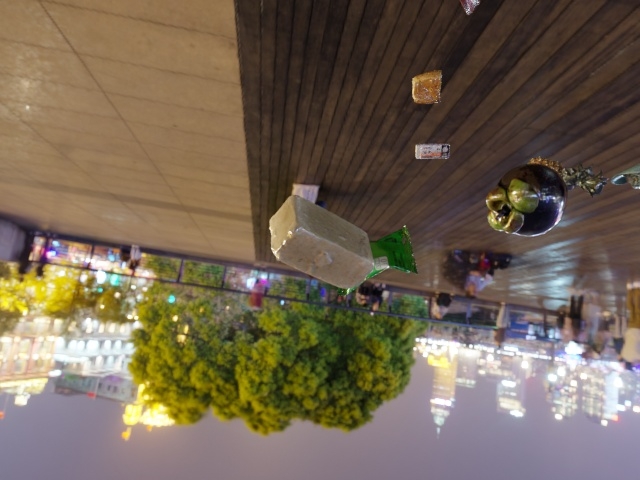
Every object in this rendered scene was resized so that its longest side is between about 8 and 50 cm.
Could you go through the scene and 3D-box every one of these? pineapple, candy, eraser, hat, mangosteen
[{"bbox_3d":[0.822,-0.213,1.568,0.125,0.125,0.251,18,-174,-42],"label":"pineapple"},{"bbox_3d":[0.124,0.044,1.129,0.203,0.141,0.078,-22,121,19],"label":"candy"},{"bbox_3d":[0.417,-0.332,1.736,0.122,0.052,0.029,-1,-154,5],"label":"eraser"},{"bbox_3d":[0.928,-0.192,1.324,0.191,0.077,0.138,-27,174,-4],"label":"hat"},{"bbox_3d":[0.603,-0.117,1.380,0.243,0.242,0.243,8,170,1],"label":"mangosteen"}]

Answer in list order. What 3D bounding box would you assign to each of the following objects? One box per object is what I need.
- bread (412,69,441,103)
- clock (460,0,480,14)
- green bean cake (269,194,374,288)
[{"bbox_3d":[0.264,-0.382,1.164,0.070,0.076,0.083,0,-157,9],"label":"bread"},{"bbox_3d":[0.344,-0.765,1.262,0.080,0.318,0.318,-18,158,28],"label":"clock"},{"bbox_3d":[0.002,0.005,0.827,0.179,0.109,0.085,26,120,-28],"label":"green bean cake"}]
